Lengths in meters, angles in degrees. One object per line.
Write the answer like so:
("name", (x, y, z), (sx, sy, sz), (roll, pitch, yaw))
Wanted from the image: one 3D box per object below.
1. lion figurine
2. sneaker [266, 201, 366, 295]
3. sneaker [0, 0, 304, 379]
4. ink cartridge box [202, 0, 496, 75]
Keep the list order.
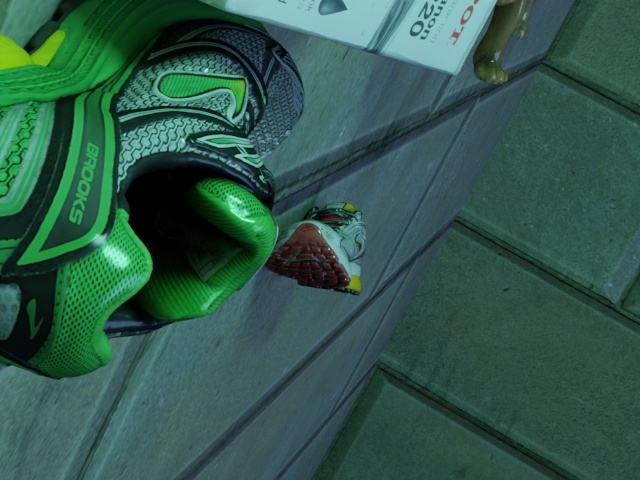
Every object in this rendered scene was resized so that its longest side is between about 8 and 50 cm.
("lion figurine", (0.185, -0.299, 1.282), (0.392, 0.142, 0.240), (-74, -178, -66))
("sneaker", (0.000, 0.000, 1.347), (0.225, 0.088, 0.092), (43, 57, -81))
("sneaker", (-0.079, -0.023, 0.573), (0.134, 0.146, 0.343), (-64, 171, 25))
("ink cartridge box", (0.021, -0.176, 0.611), (0.218, 0.092, 0.158), (0, 121, -59))
